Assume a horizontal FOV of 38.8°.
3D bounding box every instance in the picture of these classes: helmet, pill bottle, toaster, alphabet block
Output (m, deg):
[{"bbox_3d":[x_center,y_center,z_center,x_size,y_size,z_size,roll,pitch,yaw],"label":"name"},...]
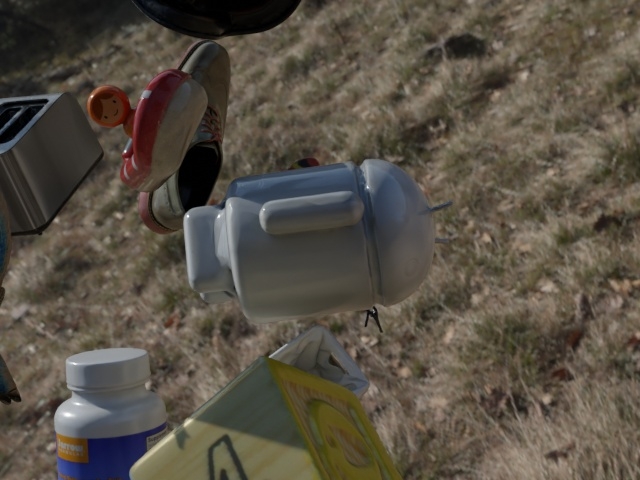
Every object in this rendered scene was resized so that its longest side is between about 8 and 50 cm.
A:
[{"bbox_3d":[-0.097,-0.276,0.868,0.169,0.170,0.161,4,20,34],"label":"helmet"},{"bbox_3d":[-0.285,0.292,1.252,0.152,0.272,0.152,-3,4,0],"label":"pill bottle"},{"bbox_3d":[-0.360,-0.080,1.003,0.167,0.110,0.186,-2,37,20],"label":"toaster"},{"bbox_3d":[-0.042,0.265,0.923,0.197,0.192,0.193,-40,56,13],"label":"alphabet block"}]

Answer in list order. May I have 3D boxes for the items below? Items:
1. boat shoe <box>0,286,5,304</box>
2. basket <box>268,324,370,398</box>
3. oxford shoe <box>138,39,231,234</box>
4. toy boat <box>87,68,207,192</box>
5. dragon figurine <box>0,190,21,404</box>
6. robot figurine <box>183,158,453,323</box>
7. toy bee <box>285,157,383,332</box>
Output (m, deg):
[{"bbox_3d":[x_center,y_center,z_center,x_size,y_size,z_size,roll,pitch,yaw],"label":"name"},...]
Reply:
[{"bbox_3d":[-0.408,0.108,1.017,0.049,0.056,0.152,31,92,1],"label":"boat shoe"},{"bbox_3d":[-0.034,0.209,1.195,0.167,0.103,0.113,-35,74,-18],"label":"basket"},{"bbox_3d":[-0.195,-0.178,1.517,0.130,0.123,0.349,-4,72,49],"label":"oxford shoe"},{"bbox_3d":[-0.258,-0.169,1.290,0.231,0.151,0.151,-24,42,66],"label":"toy boat"},{"bbox_3d":[-0.262,0.095,0.520,0.085,0.144,0.289,47,122,27],"label":"dragon figurine"},{"bbox_3d":[0.000,0.000,1.219,0.353,0.300,0.200,-7,78,1],"label":"robot figurine"},{"bbox_3d":[-0.029,0.022,1.485,0.162,0.195,0.298,-20,59,5],"label":"toy bee"}]
